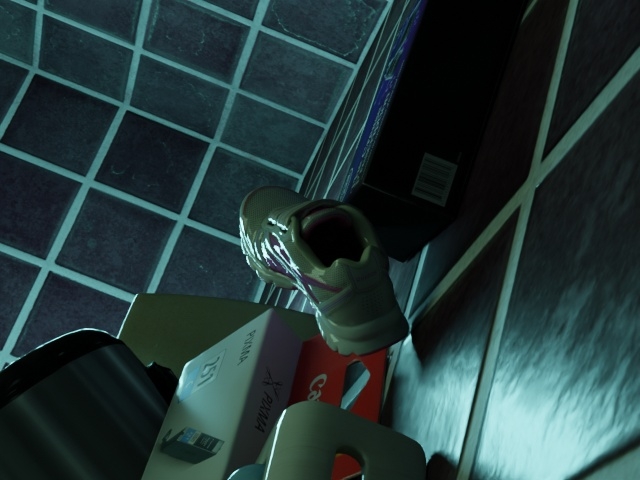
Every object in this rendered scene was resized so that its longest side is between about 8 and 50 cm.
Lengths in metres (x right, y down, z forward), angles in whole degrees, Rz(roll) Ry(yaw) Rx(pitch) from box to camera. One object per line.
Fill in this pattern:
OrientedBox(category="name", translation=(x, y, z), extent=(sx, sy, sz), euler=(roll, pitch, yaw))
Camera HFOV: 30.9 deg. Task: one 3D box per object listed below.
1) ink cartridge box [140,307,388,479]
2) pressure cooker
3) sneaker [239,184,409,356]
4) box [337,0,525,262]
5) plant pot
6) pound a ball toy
OrientedBox(category="ink cartridge box", translation=(-0.056, 0.170, 1.169), extent=(0.261, 0.066, 0.296), euler=(-33, 20, 23))
OrientedBox(category="pressure cooker", translation=(-0.255, 0.362, 1.329), extent=(0.375, 0.420, 0.370), euler=(-47, -11, 25))
OrientedBox(category="sneaker", translation=(0.000, 0.000, 1.135), extent=(0.252, 0.103, 0.111), euler=(40, 146, 44))
OrientedBox(category="box", translation=(0.107, -0.130, 1.210), extent=(0.184, 0.103, 0.261), euler=(119, 171, -72))
OrientedBox(category="plant pot", translation=(-0.150, 0.182, 1.605), extent=(0.256, 0.274, 0.256), euler=(-159, 90, -85))
OrientedBox(category="pound a ball toy", translation=(-0.038, 0.287, 0.776), extent=(0.319, 0.136, 0.208), euler=(-75, 8, -55))
